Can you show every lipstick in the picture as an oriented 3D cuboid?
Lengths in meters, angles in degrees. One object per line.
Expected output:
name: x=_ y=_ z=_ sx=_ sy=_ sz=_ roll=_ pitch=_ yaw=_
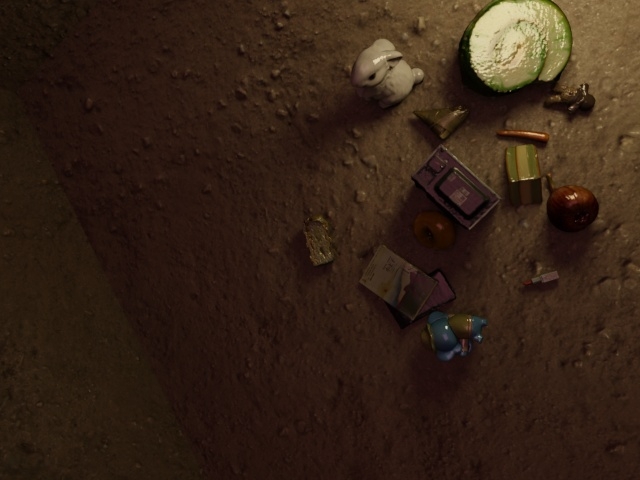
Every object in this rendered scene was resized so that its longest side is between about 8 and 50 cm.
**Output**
lipstick: x=0.835 y=0.148 z=1.729 sx=0.129 sy=0.030 sz=0.030 roll=-21 pitch=86 yaw=22

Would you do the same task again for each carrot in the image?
carrot: x=0.764 y=-0.400 z=1.720 sx=0.190 sy=0.037 sz=0.037 roll=15 pitch=99 yaw=24

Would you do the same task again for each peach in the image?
peach: x=0.452 y=-0.039 z=1.808 sx=0.179 sy=0.103 sz=0.179 roll=34 pitch=148 yaw=25

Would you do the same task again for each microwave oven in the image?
microwave oven: x=0.509 y=-0.196 z=1.728 sx=0.295 sy=0.237 sz=0.181 roll=45 pitch=109 yaw=8

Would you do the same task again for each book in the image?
book: x=0.324 y=0.175 z=1.919 sx=0.290 sy=0.026 sz=0.201 roll=34 pitch=106 yaw=24

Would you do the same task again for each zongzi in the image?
zongzi: x=0.482 y=-0.508 z=1.802 sx=0.160 sy=0.078 sz=0.176 roll=-43 pitch=75 yaw=13

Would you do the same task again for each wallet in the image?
wallet: x=0.416 y=0.246 z=1.904 sx=0.285 sy=0.030 sz=0.146 roll=-35 pitch=76 yaw=22

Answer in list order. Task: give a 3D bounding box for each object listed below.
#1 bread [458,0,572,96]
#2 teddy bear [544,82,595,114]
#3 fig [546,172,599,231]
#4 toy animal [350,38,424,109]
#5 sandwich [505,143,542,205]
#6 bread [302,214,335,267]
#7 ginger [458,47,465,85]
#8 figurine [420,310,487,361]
bread: x=0.698 y=-0.682 z=1.634 sx=0.382 sy=0.129 sz=0.366 roll=33 pitch=95 yaw=2
teddy bear: x=0.902 y=-0.516 z=1.631 sx=0.161 sy=0.078 sz=0.119 roll=24 pitch=98 yaw=20
fig: x=0.890 y=-0.132 z=1.641 sx=0.175 sy=0.207 sz=0.175 roll=-3 pitch=119 yaw=-5
toy animal: x=0.241 y=-0.638 z=1.737 sx=0.258 sy=0.357 sz=0.193 roll=-30 pitch=80 yaw=19
sandwich: x=0.774 y=-0.251 z=1.736 sx=0.117 sy=0.144 sz=0.187 roll=-6 pitch=56 yaw=22
bread: x=0.000 y=0.000 z=2.026 sx=0.128 sy=0.088 sz=0.231 roll=-14 pitch=95 yaw=31
ginger: x=0.588 y=-0.680 z=1.749 sx=0.103 sy=0.073 sz=0.162 roll=-6 pitch=87 yaw=25
figurine: x=0.527 y=0.379 z=1.802 sx=0.262 sy=0.154 sz=0.179 roll=-7 pitch=96 yaw=33
